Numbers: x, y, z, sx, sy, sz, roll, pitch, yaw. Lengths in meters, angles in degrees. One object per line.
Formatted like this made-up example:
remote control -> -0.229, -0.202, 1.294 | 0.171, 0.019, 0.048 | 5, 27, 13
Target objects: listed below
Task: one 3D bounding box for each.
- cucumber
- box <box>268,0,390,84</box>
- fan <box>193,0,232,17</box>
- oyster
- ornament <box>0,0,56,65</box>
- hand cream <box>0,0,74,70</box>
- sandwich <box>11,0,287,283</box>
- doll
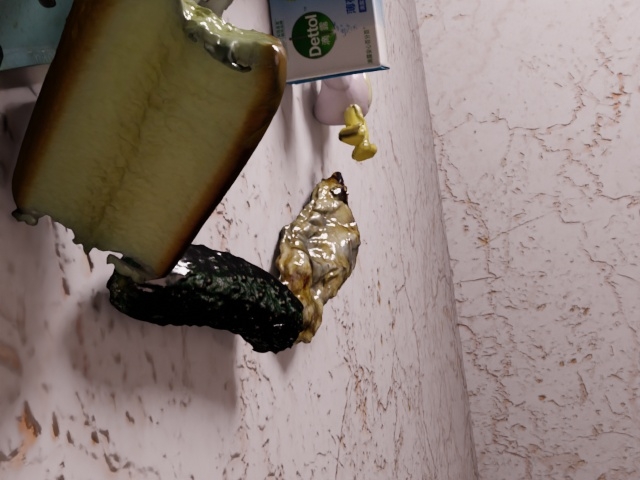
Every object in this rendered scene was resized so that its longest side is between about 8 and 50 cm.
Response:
cucumber -> -0.091, 0.044, 0.704 | 0.303, 0.072, 0.081 | 39, 48, -68
box -> 0.008, -0.310, 1.063 | 0.073, 0.139, 0.194 | -29, 112, -73
fan -> -0.096, -0.191, 0.689 | 0.012, 0.233, 0.415 | 41, -3, 1
oyster -> 0.001, 0.002, 1.071 | 0.345, 0.078, 0.129 | -69, 141, -54
ornament -> -0.202, -0.179, 0.366 | 0.202, 0.080, 0.236 | -30, 118, -62
hand cream -> -0.189, -0.261, 0.487 | 0.111, 0.070, 0.312 | -56, 141, -69
sandwich -> -0.090, -0.084, 0.462 | 0.235, 0.122, 0.128 | -41, -145, 52
doll -> 0.029, -0.307, 1.230 | 0.160, 0.094, 0.365 | 42, 45, -72
